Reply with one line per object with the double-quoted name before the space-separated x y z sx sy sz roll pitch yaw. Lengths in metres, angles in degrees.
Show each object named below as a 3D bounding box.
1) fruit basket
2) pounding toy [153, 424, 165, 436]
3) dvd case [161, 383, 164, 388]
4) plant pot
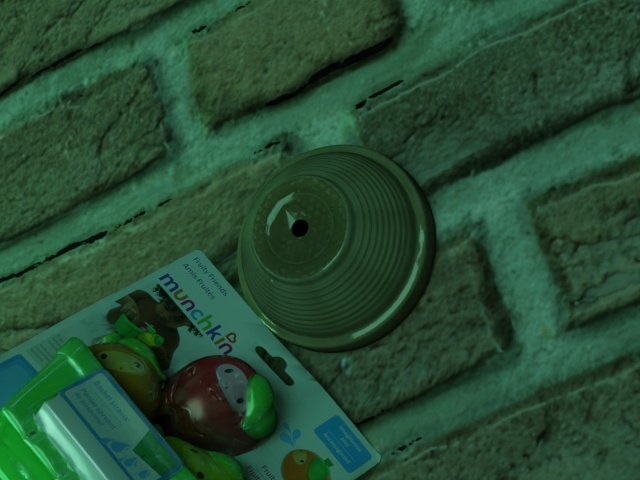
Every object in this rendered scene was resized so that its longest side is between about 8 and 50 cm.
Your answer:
"fruit basket" -0.153 0.185 1.700 0.353 0.165 0.327 -31 70 -32
"pounding toy" -0.231 0.250 1.850 0.154 0.155 0.269 -8 81 -4
"dvd case" -0.141 0.278 1.848 0.165 0.018 0.221 7 79 27
"plant pot" 0.000 0.000 1.806 0.237 0.110 0.237 -6 75 23
